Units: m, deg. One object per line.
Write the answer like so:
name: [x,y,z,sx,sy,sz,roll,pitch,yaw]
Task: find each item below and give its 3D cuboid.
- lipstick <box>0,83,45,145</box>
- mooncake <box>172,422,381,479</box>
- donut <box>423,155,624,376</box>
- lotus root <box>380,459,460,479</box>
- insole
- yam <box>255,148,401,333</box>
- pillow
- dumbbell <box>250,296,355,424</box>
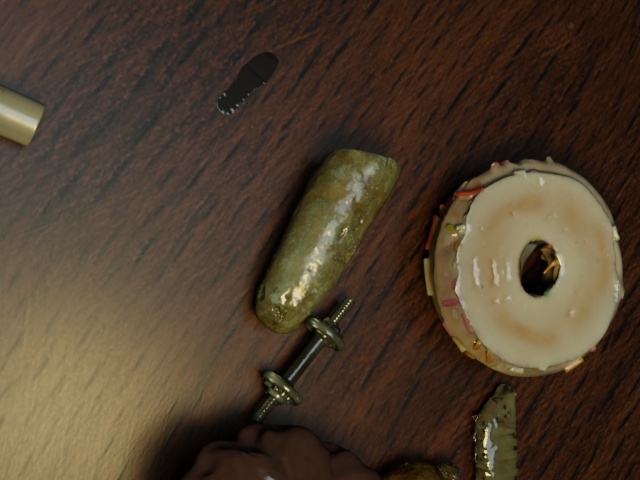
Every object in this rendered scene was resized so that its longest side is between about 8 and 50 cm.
lipstick: [-0.528,-0.218,1.469,0.254,0.070,0.070,24,81,-19]
mooncake: [-0.068,0.450,1.490,0.350,0.212,0.381,17,48,-22]
donut: [0.344,0.047,1.768,0.382,0.142,0.383,1,88,-22]
lotus root: [0.148,0.432,1.696,0.209,0.120,0.120,-25,98,-21]
insole: [-0.119,-0.256,1.667,0.045,0.002,0.135,44,74,-14]
yam: [0.000,0.000,1.650,0.133,0.133,0.330,31,83,-18]
pillow: [0.303,0.373,1.795,0.093,0.051,0.241,0,90,-27]
dumbbell: [-0.028,0.193,1.653,0.081,0.081,0.254,43,75,-15]
